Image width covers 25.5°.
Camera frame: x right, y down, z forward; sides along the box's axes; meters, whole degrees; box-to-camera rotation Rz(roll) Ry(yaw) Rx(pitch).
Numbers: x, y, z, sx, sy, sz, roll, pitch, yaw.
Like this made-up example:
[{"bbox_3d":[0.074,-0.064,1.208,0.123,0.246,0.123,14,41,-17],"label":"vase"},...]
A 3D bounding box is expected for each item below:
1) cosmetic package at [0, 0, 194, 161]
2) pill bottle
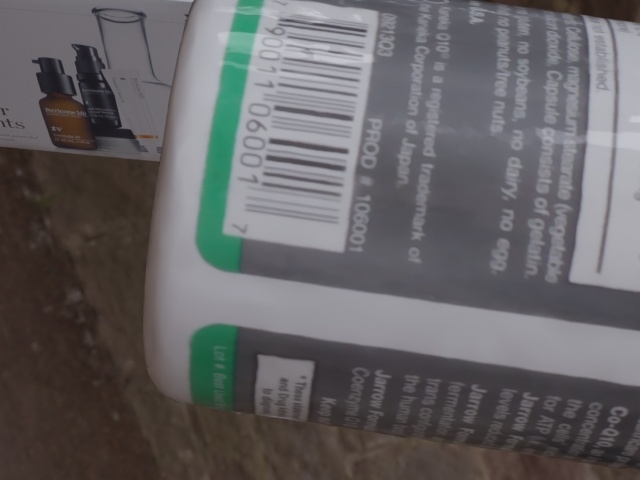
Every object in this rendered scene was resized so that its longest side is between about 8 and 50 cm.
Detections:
[{"bbox_3d":[-0.277,-0.202,1.453,0.284,0.377,0.097,88,8,-58],"label":"cosmetic package"},{"bbox_3d":[0.113,-0.001,0.646,0.204,0.361,0.204,9,90,-89],"label":"pill bottle"}]
